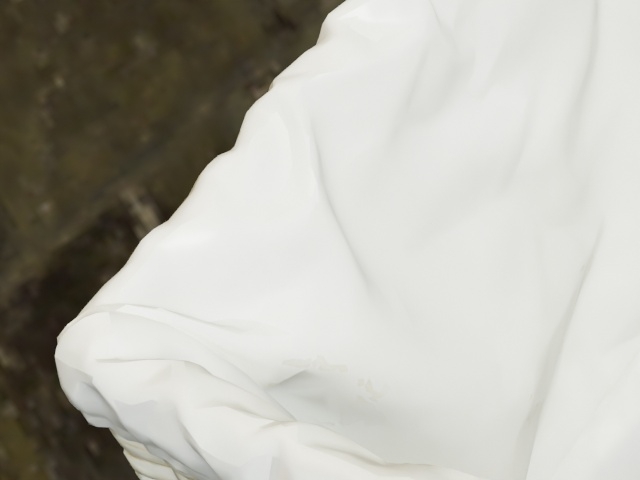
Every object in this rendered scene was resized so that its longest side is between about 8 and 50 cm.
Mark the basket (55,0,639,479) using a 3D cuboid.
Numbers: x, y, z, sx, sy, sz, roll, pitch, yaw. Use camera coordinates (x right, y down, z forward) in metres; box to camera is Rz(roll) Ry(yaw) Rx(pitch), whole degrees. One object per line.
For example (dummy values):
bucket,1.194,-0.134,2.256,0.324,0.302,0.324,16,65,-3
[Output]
basket,0.163,0.048,0.648,0.331,0.328,0.266,-51,143,-25
